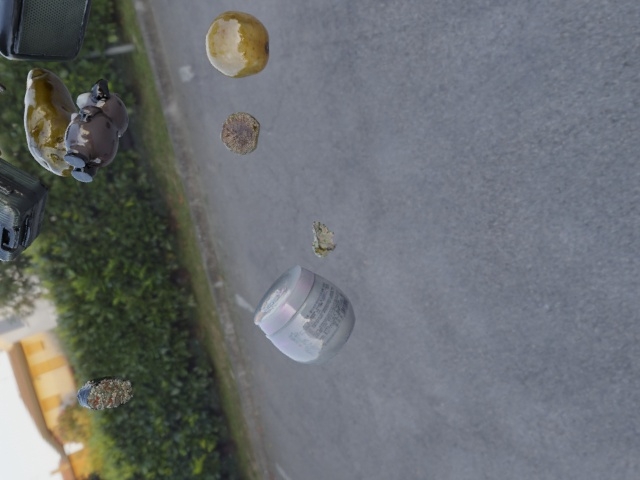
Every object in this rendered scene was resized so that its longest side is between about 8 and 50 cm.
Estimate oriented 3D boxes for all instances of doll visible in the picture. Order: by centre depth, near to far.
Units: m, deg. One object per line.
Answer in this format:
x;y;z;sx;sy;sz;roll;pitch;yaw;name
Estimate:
-0.551;-0.270;1.364;0.182;0.117;0.257;101;173;-58;doll

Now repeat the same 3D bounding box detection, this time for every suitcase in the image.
-0.754;-0.104;1.185;0.312;0.128;0.202;30;131;-7;suitcase

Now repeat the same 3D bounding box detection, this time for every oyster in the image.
0.005;0.001;2.203;0.072;0.133;0.209;-42;38;20;oyster

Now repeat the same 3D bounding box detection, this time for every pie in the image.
-0.366;-0.485;2.508;0.046;0.195;0.195;-68;-35;-76;pie

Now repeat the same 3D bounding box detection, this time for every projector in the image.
-0.816;-0.764;1.506;0.395;0.242;0.405;48;128;22;projector

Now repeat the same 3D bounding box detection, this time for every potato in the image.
-0.794;-0.352;1.637;0.176;0.195;0.369;-34;64;22;potato

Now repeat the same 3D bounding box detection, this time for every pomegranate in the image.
-0.244;-0.562;1.583;0.196;0.196;0.196;46;147;44;pomegranate

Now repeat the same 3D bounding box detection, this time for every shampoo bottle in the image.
-0.050;0.237;1.744;0.266;0.273;0.273;40;160;-13;shampoo bottle

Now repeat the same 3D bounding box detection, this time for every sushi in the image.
-0.627;0.445;1.615;0.078;0.150;0.090;2;86;36;sushi

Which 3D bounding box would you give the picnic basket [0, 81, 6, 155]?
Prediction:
-1.016;-0.360;1.503;0.254;0.291;0.321;9;134;42;picnic basket
